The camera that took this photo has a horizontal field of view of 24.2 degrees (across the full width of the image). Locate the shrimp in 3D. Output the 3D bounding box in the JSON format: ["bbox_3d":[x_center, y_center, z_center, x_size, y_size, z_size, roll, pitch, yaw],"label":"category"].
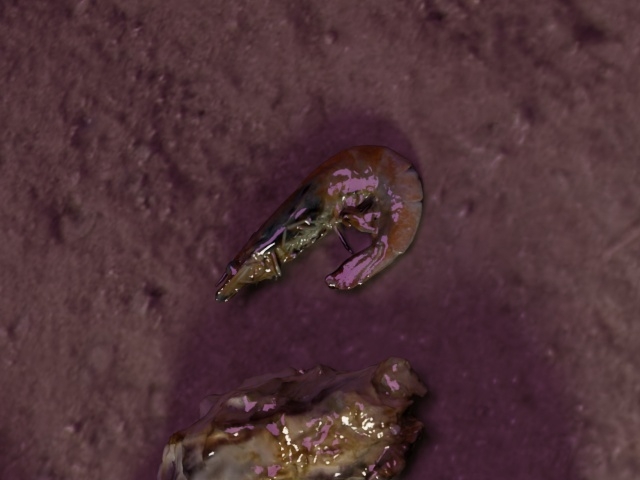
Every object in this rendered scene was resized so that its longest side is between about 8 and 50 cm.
[{"bbox_3d":[-0.001,-0.001,1.570,0.251,0.052,0.143,-41,58,4],"label":"shrimp"}]

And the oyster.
[{"bbox_3d":[-0.057,0.222,1.465,0.354,0.107,0.201,-42,59,4],"label":"oyster"}]
